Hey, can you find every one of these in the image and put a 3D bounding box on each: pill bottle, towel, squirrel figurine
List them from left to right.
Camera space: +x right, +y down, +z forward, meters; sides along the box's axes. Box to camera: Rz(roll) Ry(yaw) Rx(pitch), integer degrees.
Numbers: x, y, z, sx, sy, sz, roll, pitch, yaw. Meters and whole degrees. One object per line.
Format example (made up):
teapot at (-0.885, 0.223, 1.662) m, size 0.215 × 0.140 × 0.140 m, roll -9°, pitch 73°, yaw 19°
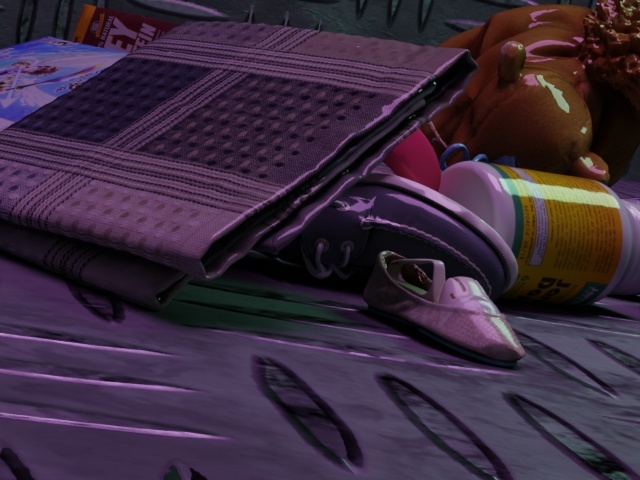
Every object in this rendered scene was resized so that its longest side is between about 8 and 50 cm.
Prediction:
towel at (-0.091, -0.069, 1.175) m, size 0.324 × 0.056 × 0.312 m, roll 13°, pitch 38°, yaw 41°
pill bottle at (0.200, -0.002, 1.420) m, size 0.208 × 0.117 × 0.117 m, roll 6°, pitch 9°, yaw -35°
squirrel figurine at (0.296, -0.174, 1.850) m, size 0.397 × 0.281 × 0.370 m, roll -29°, pitch -1°, yaw 14°

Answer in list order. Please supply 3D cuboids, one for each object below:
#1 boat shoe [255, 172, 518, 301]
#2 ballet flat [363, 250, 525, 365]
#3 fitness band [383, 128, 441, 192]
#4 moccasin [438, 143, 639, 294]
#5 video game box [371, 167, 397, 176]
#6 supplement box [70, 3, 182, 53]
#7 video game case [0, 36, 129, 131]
boat shoe at (0.000, 0.000, 1.310) m, size 0.319 × 0.116 × 0.099 m, roll 20°, pitch 52°, yaw 16°
ballet flat at (0.085, 0.043, 1.137) m, size 0.057 × 0.052 × 0.168 m, roll 6°, pitch 9°, yaw -37°
fitness band at (-0.032, -0.075, 1.388) m, size 0.291 × 0.054 × 0.209 m, roll 6°, pitch -36°, yaw 36°
moccasin at (0.187, -0.033, 1.647) m, size 0.342 × 0.116 × 0.138 m, roll 12°, pitch 7°, yaw 7°
video game box at (0.041, -0.066, 1.973) m, size 0.187 × 0.048 × 0.205 m, roll 12°, pitch 7°, yaw -16°
supplement box at (-0.208, -0.199, 2.095) m, size 0.191 × 0.129 × 0.194 m, roll 15°, pitch -9°, yaw 28°
video game case at (-0.277, -0.127, 1.551) m, size 0.244 × 0.061 × 0.269 m, roll 17°, pitch 29°, yaw 36°
